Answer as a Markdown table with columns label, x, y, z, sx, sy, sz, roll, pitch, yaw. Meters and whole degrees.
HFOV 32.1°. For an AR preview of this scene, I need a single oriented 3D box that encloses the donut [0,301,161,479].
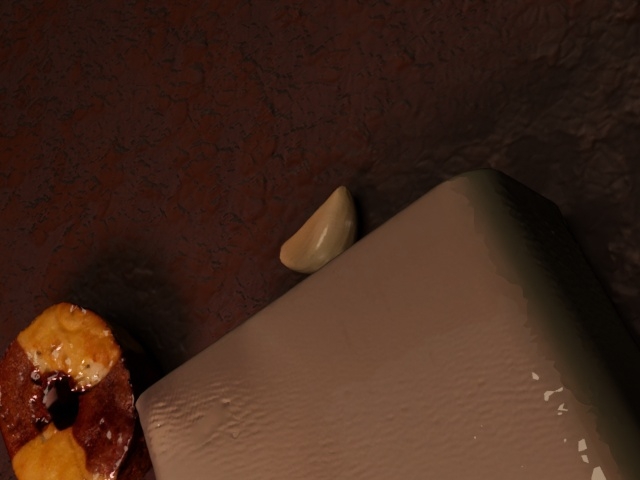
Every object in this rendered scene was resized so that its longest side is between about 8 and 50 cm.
| label | x | y | z | sx | sy | sz | roll | pitch | yaw |
| --- | --- | --- | --- | --- | --- | --- | --- | --- | --- |
| donut | -0.209 | 0.148 | 0.987 | 0.184 | 0.073 | 0.166 | 45 | 106 | 32 |

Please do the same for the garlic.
| label | x | y | z | sx | sy | sz | roll | pitch | yaw |
| --- | --- | --- | --- | --- | --- | --- | --- | --- | --- |
| garlic | 0.000 | 0.000 | 0.902 | 0.083 | 0.041 | 0.053 | -41 | 56 | 28 |

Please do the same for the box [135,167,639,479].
| label | x | y | z | sx | sy | sz | roll | pitch | yaw |
| --- | --- | --- | --- | --- | --- | --- | --- | --- | --- |
| box | 0.074 | 0.189 | 0.736 | 0.352 | 0.177 | 0.344 | -36 | 60 | 23 |
